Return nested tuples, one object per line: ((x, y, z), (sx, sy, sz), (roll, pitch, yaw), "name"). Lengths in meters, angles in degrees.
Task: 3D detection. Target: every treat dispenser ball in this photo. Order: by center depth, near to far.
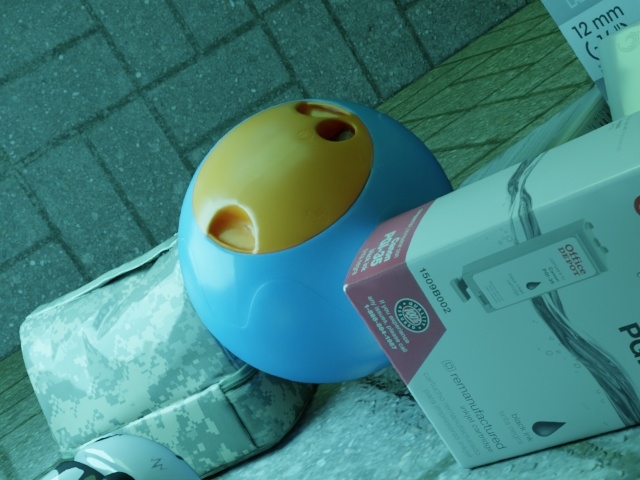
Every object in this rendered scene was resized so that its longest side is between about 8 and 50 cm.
((0.000, 0.000, 1.072), (0.288, 0.288, 0.288), (-30, 12, 7), "treat dispenser ball")

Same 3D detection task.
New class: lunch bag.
((-0.185, 0.140, 1.261), (0.305, 0.256, 0.212), (-25, 14, 24), "lunch bag")

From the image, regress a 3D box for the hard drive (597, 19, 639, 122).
((0.365, -0.093, 0.931), (0.203, 0.040, 0.307), (-24, 53, 33), "hard drive")

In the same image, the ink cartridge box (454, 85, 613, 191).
((0.210, -0.027, 1.278), (0.324, 0.071, 0.330), (-48, 4, -34), "ink cartridge box")

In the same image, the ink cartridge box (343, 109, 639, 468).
((0.195, 0.042, 0.844), (0.283, 0.207, 0.117), (-24, 17, 33), "ink cartridge box")

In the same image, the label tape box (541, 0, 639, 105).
((0.353, -0.300, 1.102), (0.115, 0.347, 0.249), (-42, 9, -35), "label tape box")

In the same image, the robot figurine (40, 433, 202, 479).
((-0.218, 0.294, 0.928), (0.209, 0.173, 0.278), (-3, 30, 50), "robot figurine")

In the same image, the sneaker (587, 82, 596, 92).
((0.485, -0.238, 1.544), (0.300, 0.111, 0.121), (-31, 1, -27), "sneaker")
